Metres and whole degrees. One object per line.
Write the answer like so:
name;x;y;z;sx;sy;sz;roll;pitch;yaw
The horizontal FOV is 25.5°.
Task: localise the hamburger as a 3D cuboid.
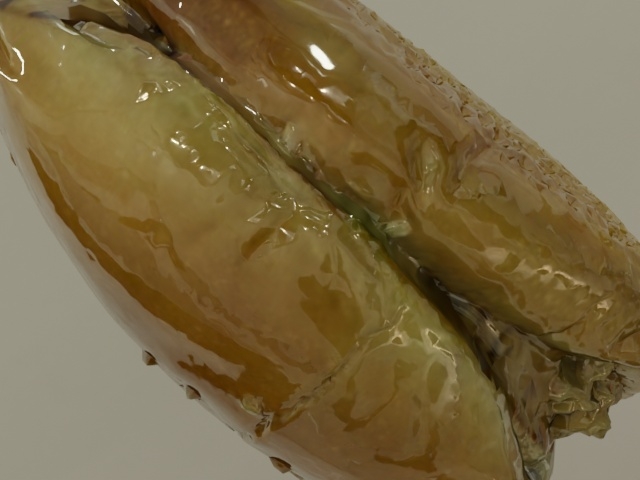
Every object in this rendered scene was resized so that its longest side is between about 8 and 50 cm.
hamburger;0.000;0.000;0.468;0.144;0.283;0.156;-49;17;5
